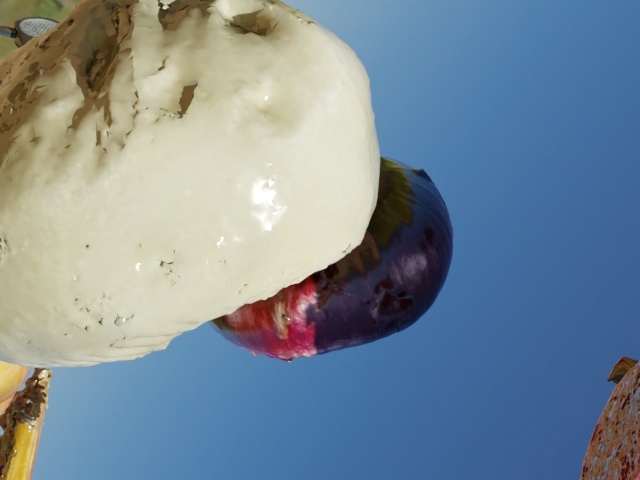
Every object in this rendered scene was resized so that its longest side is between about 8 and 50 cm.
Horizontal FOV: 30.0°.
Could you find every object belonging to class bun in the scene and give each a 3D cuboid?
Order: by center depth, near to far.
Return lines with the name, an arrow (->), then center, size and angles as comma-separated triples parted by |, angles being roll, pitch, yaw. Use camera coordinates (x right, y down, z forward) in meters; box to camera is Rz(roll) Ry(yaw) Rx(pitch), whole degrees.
bun -> -0.137, -0.052, 0.844 | 0.326, 0.235, 0.362 | -35, -161, -34

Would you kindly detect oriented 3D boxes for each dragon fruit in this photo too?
dragon fruit -> 0.309, 0.182, 1.041 | 0.211, 0.147, 0.282 | -50, 164, -47

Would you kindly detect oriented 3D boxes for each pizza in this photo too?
pizza -> -0.362, 0.235, 1.426 | 0.193, 0.053, 0.201 | -91, -164, -55

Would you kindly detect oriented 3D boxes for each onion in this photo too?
onion -> 0.000, 0.000, 1.337 | 0.313, 0.232, 0.314 | -10, -149, 6

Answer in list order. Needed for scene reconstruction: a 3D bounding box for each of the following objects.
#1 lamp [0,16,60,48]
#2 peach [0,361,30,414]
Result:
lamp -> -0.491, -0.229, 1.428 | 0.130, 0.371, 0.109 | -113, -152, -52
peach -> -0.377, 0.076, 1.168 | 0.232, 0.257, 0.232 | -15, -139, 14
